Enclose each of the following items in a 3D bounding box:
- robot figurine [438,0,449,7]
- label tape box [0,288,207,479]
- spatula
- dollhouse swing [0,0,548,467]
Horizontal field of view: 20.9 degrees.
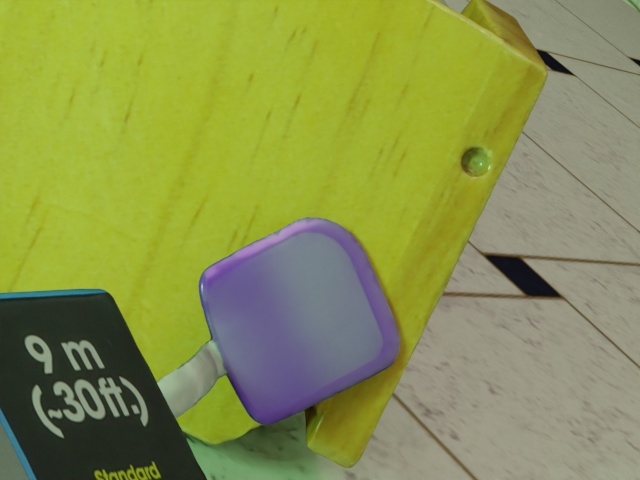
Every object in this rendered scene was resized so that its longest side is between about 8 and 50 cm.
[{"bbox_3d":[-0.001,-0.156,1.261,0.209,0.173,0.278,4,31,-24],"label":"robot figurine"},{"bbox_3d":[-0.136,0.089,0.454,0.240,0.106,0.333,-1,58,-60],"label":"label tape box"},{"bbox_3d":[-0.070,0.068,0.740,0.296,0.030,0.084,-28,99,-48],"label":"spatula"},{"bbox_3d":[-0.106,-0.096,0.959,0.347,0.315,0.305,27,-4,-14],"label":"dollhouse swing"}]
